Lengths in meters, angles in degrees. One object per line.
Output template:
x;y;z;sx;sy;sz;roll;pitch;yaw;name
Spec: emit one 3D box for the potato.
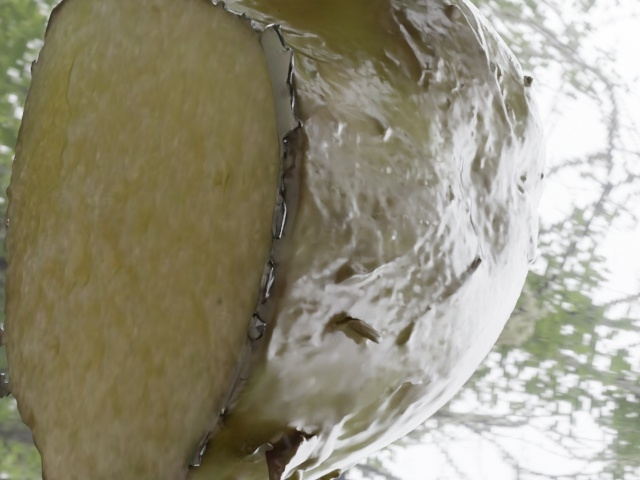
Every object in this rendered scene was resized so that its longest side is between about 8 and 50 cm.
0.000;0.000;0.769;0.301;0.237;0.289;40;-67;51;potato
